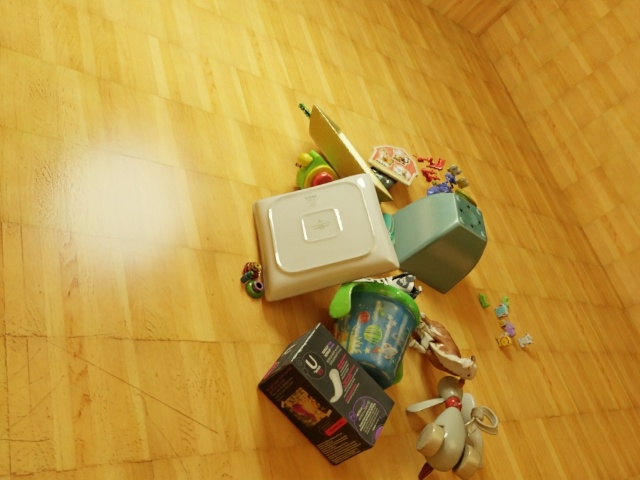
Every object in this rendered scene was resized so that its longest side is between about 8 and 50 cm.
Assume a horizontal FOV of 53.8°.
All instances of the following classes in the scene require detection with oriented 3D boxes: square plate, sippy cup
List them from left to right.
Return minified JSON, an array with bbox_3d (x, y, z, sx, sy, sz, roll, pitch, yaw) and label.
[{"bbox_3d":[0.000,-0.027,1.669,0.049,0.347,0.344,74,2,-53],"label":"square plate"},{"bbox_3d":[0.126,0.261,1.637,0.305,0.240,0.224,28,51,-12],"label":"sippy cup"}]

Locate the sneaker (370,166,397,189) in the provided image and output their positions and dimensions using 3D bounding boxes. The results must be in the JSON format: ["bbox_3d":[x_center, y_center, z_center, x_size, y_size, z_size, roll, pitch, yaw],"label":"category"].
[{"bbox_3d":[0.258,-0.267,2.321,0.106,0.101,0.267,47,36,0],"label":"sneaker"}]

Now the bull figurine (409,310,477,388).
[{"bbox_3d":[0.337,0.302,1.833,0.188,0.101,0.310,39,4,-14],"label":"bull figurine"}]

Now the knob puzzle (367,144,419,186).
[{"bbox_3d":[0.276,-0.292,2.278,0.213,0.030,0.213,16,43,-15],"label":"knob puzzle"}]

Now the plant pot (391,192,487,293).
[{"bbox_3d":[0.418,-0.017,2.144,0.247,0.252,0.248,28,41,-26],"label":"plant pot"}]

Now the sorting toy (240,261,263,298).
[{"bbox_3d":[-0.168,0.094,1.607,0.061,0.042,0.102,10,52,-41],"label":"sorting toy"}]

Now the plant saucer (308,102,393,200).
[{"bbox_3d":[0.087,-0.259,2.063,0.333,0.081,0.332,55,10,14],"label":"plant saucer"}]

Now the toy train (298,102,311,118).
[{"bbox_3d":[-0.045,-0.455,2.235,0.083,0.017,0.024,49,26,-2],"label":"toy train"}]

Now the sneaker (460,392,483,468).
[{"bbox_3d":[0.435,0.554,1.828,0.094,0.080,0.212,37,44,-37],"label":"sneaker"}]

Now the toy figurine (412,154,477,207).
[{"bbox_3d":[0.443,-0.142,2.405,0.362,0.191,0.217,40,73,-52],"label":"toy figurine"}]

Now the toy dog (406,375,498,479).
[{"bbox_3d":[0.326,0.519,1.694,0.220,0.161,0.333,45,27,13],"label":"toy dog"}]

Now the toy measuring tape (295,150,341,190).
[{"bbox_3d":[0.015,-0.164,1.996,0.330,0.121,0.121,43,31,-46],"label":"toy measuring tape"}]

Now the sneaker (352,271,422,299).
[{"bbox_3d":[0.202,0.134,1.866,0.235,0.153,0.094,30,39,-26],"label":"sneaker"}]

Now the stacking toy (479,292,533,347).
[{"bbox_3d":[0.682,0.293,2.320,0.167,0.052,0.221,10,51,-42],"label":"stacking toy"}]

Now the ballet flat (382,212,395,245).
[{"bbox_3d":[0.204,0.017,2.050,0.087,0.083,0.247,58,29,-33],"label":"ballet flat"}]

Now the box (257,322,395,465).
[{"bbox_3d":[0.016,0.361,1.482,0.270,0.143,0.165,48,37,-3],"label":"box"}]
